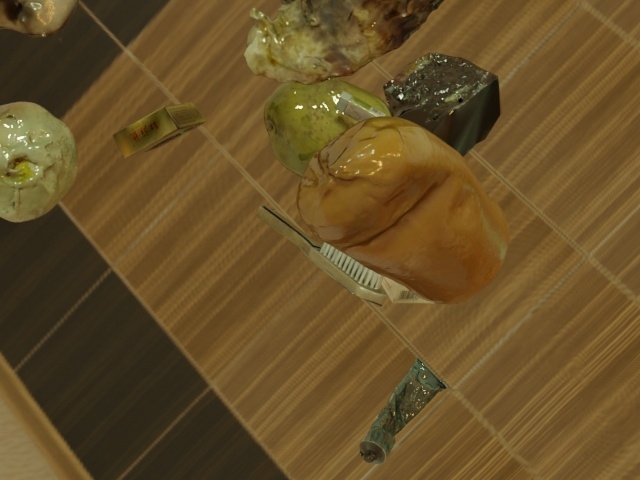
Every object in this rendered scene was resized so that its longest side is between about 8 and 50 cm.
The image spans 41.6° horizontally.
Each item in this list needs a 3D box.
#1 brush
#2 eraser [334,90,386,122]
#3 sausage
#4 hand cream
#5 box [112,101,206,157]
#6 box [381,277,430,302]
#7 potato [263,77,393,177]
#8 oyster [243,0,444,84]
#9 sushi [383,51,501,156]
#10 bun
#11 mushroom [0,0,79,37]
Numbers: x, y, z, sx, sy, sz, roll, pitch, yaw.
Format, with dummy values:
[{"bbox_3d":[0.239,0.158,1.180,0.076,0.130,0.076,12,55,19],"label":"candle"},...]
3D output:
[{"bbox_3d":[0.000,0.000,1.310,0.327,0.070,0.065,36,102,48],"label":"brush"},{"bbox_3d":[0.067,-0.216,1.412,0.083,0.038,0.019,28,62,-1],"label":"eraser"},{"bbox_3d":[0.080,-0.028,0.765,0.134,0.354,0.116,-32,63,14],"label":"sausage"},{"bbox_3d":[0.144,0.302,1.474,0.052,0.248,0.075,-13,110,44],"label":"hand cream"},{"bbox_3d":[-0.392,-0.275,2.070,0.159,0.240,0.071,-28,97,13],"label":"box"},{"bbox_3d":[0.207,0.089,1.776,0.100,0.152,0.048,-117,33,-51],"label":"box"},{"bbox_3d":[0.016,-0.200,1.526,0.228,0.148,0.197,-13,103,-14],"label":"potato"},{"bbox_3d":[0.061,-0.271,0.922,0.275,0.271,0.100,-1,56,-10],"label":"oyster"},{"bbox_3d":[0.245,-0.293,1.831,0.212,0.215,0.227,37,81,24],"label":"sushi"},{"bbox_3d":[-0.596,-0.157,1.658,0.239,0.141,0.239,-5,104,-20],"label":"bun"},{"bbox_3d":[-0.663,-0.502,1.522,0.397,0.313,0.224,25,118,43],"label":"mushroom"}]
